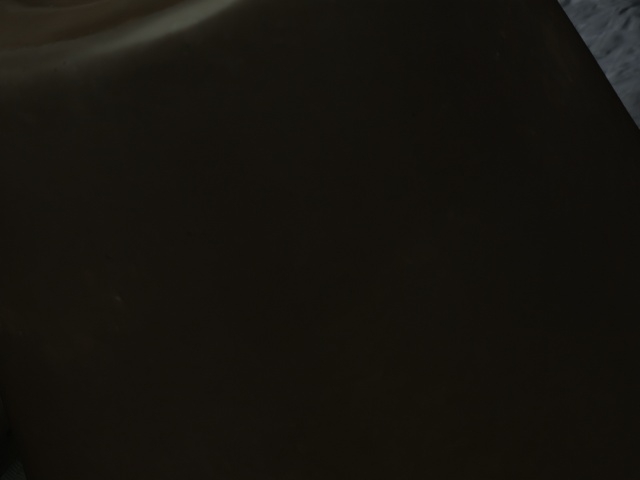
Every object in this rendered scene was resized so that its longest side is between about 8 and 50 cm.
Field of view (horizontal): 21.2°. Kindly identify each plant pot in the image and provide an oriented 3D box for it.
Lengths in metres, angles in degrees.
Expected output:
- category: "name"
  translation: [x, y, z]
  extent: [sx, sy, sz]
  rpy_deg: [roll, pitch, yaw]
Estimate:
- category: "plant pot"
  translation: [0.000, 0.000, 0.502]
  extent: [0.263, 0.229, 0.263]
  rpy_deg: [-17, 32, 11]

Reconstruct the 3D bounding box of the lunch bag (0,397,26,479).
- category: "lunch bag"
  translation: [-0.205, 0.012, 0.614]
  extent: [0.169, 0.235, 0.287]
  rpy_deg: [-9, 35, 32]
